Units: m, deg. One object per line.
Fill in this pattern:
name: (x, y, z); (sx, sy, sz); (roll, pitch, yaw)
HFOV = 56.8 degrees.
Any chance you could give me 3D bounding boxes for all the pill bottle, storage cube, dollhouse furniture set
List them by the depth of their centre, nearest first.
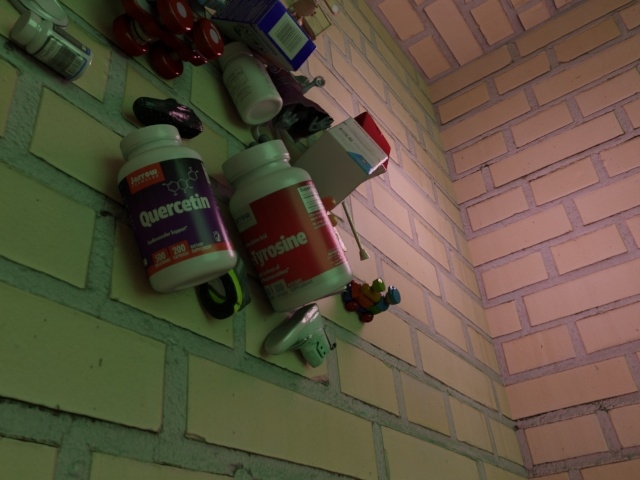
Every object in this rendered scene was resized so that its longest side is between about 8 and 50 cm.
pill bottle: (-0.535, -0.388, 1.180); (0.137, 0.078, 0.078); (35, 40, -46)
pill bottle: (-0.304, -0.066, 1.219); (0.181, 0.181, 0.323); (-7, 74, -62)
pill bottle: (-0.094, -0.040, 1.527); (0.229, 0.229, 0.408); (-23, 88, -63)
pill bottle: (-0.216, -0.469, 1.754); (0.131, 0.131, 0.229); (7, 52, -60)
storage cube: (0.140, -0.337, 2.243); (0.215, 0.183, 0.193); (53, 30, -24)
dollhouse furniture set: (0.051, -0.961, 2.393); (0.303, 0.355, 0.174); (-45, 112, -21)

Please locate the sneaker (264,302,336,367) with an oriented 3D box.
sneaker: (-0.042, 0.271, 1.518); (0.151, 0.094, 0.256); (66, 28, -5)

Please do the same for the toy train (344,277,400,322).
toy train: (0.140, 0.157, 1.882); (0.248, 0.143, 0.105); (41, 35, -40)

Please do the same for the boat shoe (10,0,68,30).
boat shoe: (-0.593, -0.517, 1.182); (0.226, 0.076, 0.083); (40, 37, -41)

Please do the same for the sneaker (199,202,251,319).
sneaker: (-0.239, 0.034, 1.367); (0.121, 0.111, 0.300); (11, 62, -72)

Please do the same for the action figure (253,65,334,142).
action figure: (-0.111, -0.472, 1.950); (0.248, 0.276, 0.370); (37, 18, -52)

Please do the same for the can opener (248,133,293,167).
can opener: (-0.108, -0.189, 1.770); (0.280, 0.074, 0.093); (51, -9, -8)

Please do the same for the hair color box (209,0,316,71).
hair color box: (-0.180, -0.625, 1.781); (0.185, 0.110, 0.339); (43, -5, -38)

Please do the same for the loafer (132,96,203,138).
loafer: (-0.370, -0.305, 1.422); (0.223, 0.076, 0.078); (9, 56, -64)

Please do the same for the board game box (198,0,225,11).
board game box: (-0.334, -0.694, 1.573); (0.160, 0.039, 0.211); (51, 11, -12)

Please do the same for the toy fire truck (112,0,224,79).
toy fire truck: (-0.381, -0.571, 1.468); (0.302, 0.169, 0.254); (26, 50, -61)

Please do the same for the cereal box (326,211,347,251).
cereal box: (-0.016, -0.026, 1.855); (0.240, 0.047, 0.173); (-8, 73, -61)

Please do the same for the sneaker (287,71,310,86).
sneaker: (-0.114, -0.578, 2.132); (0.152, 0.061, 0.054); (18, 58, -32)

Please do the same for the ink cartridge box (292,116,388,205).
ink cartridge box: (0.070, -0.263, 1.997); (0.198, 0.197, 0.270); (47, 28, -1)

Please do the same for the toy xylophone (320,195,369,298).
toy xylophone: (0.000, 0.000, 1.696); (0.322, 0.236, 0.081); (64, -5, 5)
